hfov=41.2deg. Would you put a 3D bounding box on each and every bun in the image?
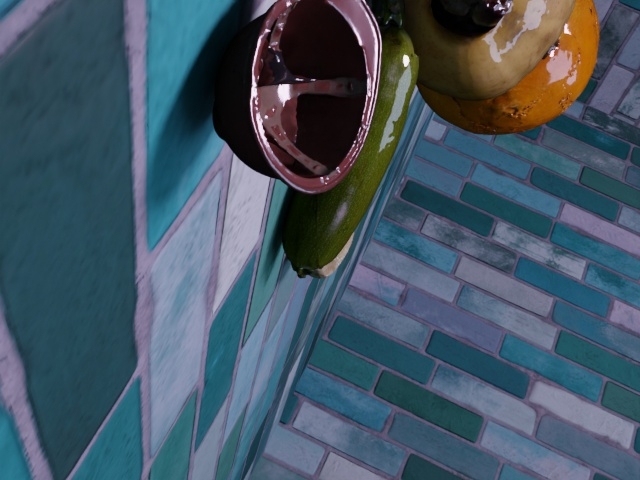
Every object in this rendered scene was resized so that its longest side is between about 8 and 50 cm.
[{"bbox_3d":[0.000,0.000,0.971,0.086,0.054,0.086,-52,156,-35],"label":"bun"}]

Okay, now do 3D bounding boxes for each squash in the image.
[{"bbox_3d":[0.021,-0.072,0.774,0.071,0.080,0.319,-9,133,-36],"label":"squash"}]

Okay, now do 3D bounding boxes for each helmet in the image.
[{"bbox_3d":[-0.019,-0.076,0.423,0.089,0.057,0.111,44,59,-39],"label":"helmet"}]

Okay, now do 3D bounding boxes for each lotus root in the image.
[{"bbox_3d":[0.146,-0.219,0.790,0.183,0.182,0.310,-67,171,20],"label":"lotus root"}]

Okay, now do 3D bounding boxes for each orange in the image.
[{"bbox_3d":[0.223,-0.247,1.057,0.240,0.240,0.240,25,90,-84],"label":"orange"}]
